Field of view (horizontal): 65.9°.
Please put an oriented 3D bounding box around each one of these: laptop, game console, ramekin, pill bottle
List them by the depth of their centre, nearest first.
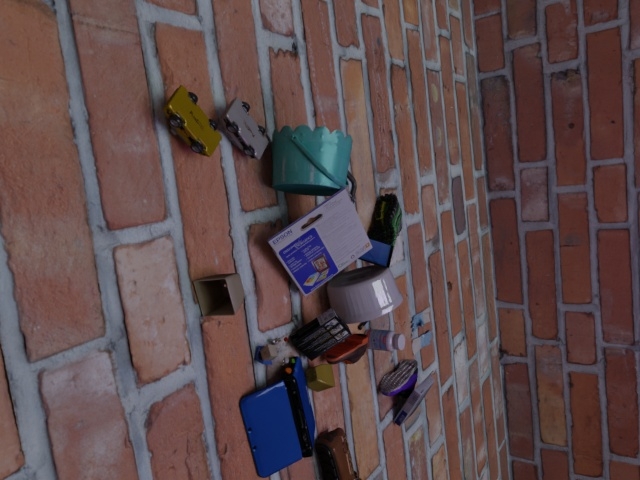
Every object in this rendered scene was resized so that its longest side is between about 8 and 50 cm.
[{"bbox_3d":[-0.131,0.573,1.632,0.250,0.173,0.293,-77,157,-76],"label":"game console"},{"bbox_3d":[0.157,0.193,1.848,0.277,0.277,0.135,-28,104,-51],"label":"ramekin"},{"bbox_3d":[0.166,-0.035,1.895,0.234,0.137,0.264,-59,129,-67],"label":"laptop"},{"bbox_3d":[0.270,0.420,2.078,0.087,0.160,0.087,5,84,-54],"label":"pill bottle"}]

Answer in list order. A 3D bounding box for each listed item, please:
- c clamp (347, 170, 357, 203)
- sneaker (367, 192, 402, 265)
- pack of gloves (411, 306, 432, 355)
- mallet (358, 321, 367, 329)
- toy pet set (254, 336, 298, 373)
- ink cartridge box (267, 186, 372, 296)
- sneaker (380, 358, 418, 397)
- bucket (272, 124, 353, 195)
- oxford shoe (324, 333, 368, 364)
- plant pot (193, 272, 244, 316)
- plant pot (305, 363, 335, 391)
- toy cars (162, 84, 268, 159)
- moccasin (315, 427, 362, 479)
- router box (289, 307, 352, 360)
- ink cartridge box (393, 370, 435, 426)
[{"bbox_3d":[0.112,-0.217,2.007,0.160,0.022,0.137,50,51,-41],"label":"c clamp"},{"bbox_3d":[0.302,-0.032,2.168,0.146,0.134,0.343,46,52,-43],"label":"sneaker"},{"bbox_3d":[0.536,0.465,2.543,0.232,0.046,0.195,-14,99,-53],"label":"pack of gloves"},{"bbox_3d":[0.219,0.332,2.124,0.189,0.039,0.062,-47,122,-40],"label":"mallet"},{"bbox_3d":[-0.147,0.375,1.580,0.114,0.065,0.122,18,43,-50],"label":"toy pet set"},{"bbox_3d":[0.000,0.000,1.650,0.304,0.072,0.307,-35,130,-7],"label":"ink cartridge box"},{"bbox_3d":[0.374,0.666,2.262,0.293,0.102,0.146,-21,110,-51],"label":"sneaker"},{"bbox_3d":[-0.031,-0.252,1.617,0.281,0.281,0.183,7,85,-54],"label":"bucket"},{"bbox_3d":[0.109,0.443,1.915,0.271,0.097,0.098,-11,103,-54],"label":"oxford shoe"},{"bbox_3d":[-0.274,0.143,1.394,0.096,0.109,0.109,-39,120,-62],"label":"plant pot"},{"bbox_3d":[-0.009,0.479,1.739,0.083,0.081,0.081,31,41,-48],"label":"plant pot"},{"bbox_3d":[-0.298,-0.321,1.400,0.394,0.087,0.176,-10,102,-57],"label":"toy cars"},{"bbox_3d":[0.082,0.883,1.835,0.147,0.139,0.379,-19,95,-44],"label":"moccasin"},{"bbox_3d":[0.002,0.328,1.714,0.133,0.179,0.046,52,7,-39],"label":"router box"},{"bbox_3d":[0.453,0.740,2.317,0.224,0.045,0.223,-20,140,-52],"label":"ink cartridge box"}]
